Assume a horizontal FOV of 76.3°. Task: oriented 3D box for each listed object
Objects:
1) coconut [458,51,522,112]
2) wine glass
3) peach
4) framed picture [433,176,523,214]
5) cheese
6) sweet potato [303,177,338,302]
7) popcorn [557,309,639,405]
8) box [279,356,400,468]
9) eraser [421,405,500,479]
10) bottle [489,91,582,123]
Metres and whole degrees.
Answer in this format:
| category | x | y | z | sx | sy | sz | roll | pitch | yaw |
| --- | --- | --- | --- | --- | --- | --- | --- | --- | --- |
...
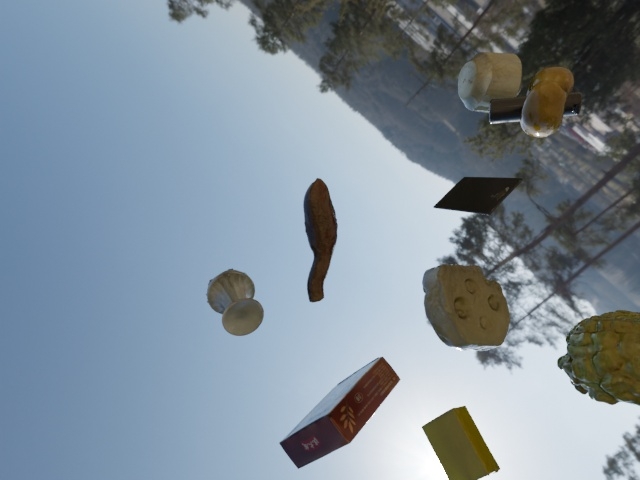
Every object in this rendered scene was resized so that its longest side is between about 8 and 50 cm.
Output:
| category | x | y | z | sx | sy | sz | roll | pitch | yaw |
| --- | --- | --- | --- | --- | --- | --- | --- | --- | --- |
| coconut | 0.609 | -0.555 | 1.436 | 0.222 | 0.202 | 0.202 | -1 | -144 | -12 |
| wine glass | -0.267 | 0.202 | 1.297 | 0.165 | 0.164 | 0.196 | 27 | -172 | -33 |
| peach | 0.580 | -0.358 | 1.046 | 0.103 | 0.179 | 0.179 | 15 | -168 | 24 |
| framed picture | 0.701 | -0.211 | 1.840 | 0.013 | 0.244 | 0.324 | 55 | 163 | -26 |
| cheese | 0.480 | 0.209 | 1.353 | 0.326 | 0.115 | 0.318 | 50 | -128 | -3 |
| sweet potato | 0.000 | 0.000 | 1.259 | 0.109 | 0.384 | 0.109 | -1 | -169 | 0 |
| popcorn | 0.634 | 0.229 | 0.793 | 0.286 | 0.173 | 0.225 | -1 | 178 | -16 |
| box | 0.079 | 0.648 | 1.553 | 0.122 | 0.344 | 0.385 | 50 | -141 | 11 |
| eraser | 0.264 | 0.394 | 0.776 | 0.045 | 0.097 | 0.122 | 5 | -132 | -37 |
| bottle | 0.632 | -0.394 | 1.206 | 0.082 | 0.245 | 0.072 | -64 | -32 | -45 |
